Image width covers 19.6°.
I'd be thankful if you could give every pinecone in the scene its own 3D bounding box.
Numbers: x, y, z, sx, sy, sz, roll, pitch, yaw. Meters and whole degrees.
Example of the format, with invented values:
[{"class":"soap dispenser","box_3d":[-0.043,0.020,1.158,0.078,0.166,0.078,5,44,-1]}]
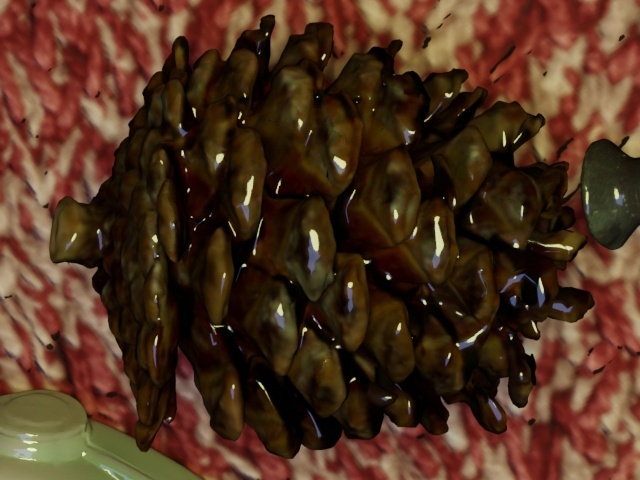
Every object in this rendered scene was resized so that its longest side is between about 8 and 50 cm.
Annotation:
[{"class":"pinecone","box_3d":[0.000,0.000,0.938,0.272,0.224,0.224,-2,110,-9]}]

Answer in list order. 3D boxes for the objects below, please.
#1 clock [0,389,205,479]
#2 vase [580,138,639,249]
[{"class":"clock","box_3d":[-0.183,0.231,1.122,0.324,0.108,0.265,35,115,2]},{"class":"vase","box_3d":[0.217,-0.031,0.925,0.183,0.120,0.120,-8,107,34]}]
